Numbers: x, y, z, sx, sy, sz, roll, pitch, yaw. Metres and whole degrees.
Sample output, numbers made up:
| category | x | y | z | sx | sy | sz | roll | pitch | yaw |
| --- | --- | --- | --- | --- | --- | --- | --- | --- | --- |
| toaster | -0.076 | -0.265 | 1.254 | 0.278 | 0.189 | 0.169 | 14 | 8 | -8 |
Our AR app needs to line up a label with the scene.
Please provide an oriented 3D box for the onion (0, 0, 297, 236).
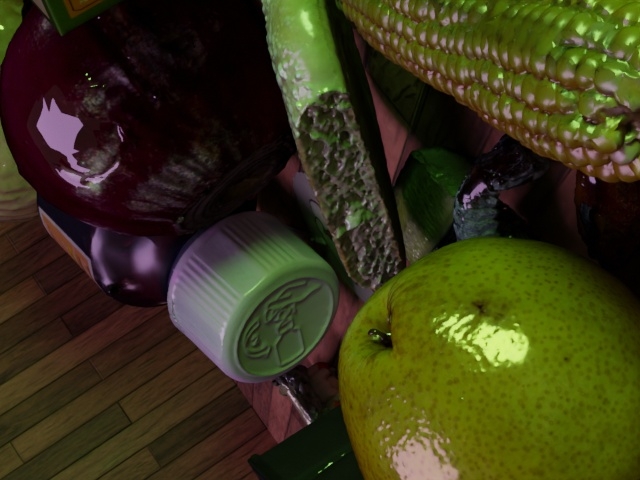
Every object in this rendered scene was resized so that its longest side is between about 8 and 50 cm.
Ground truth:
| category | x | y | z | sx | sy | sz | roll | pitch | yaw |
| --- | --- | --- | --- | --- | --- | --- | --- | --- | --- |
| onion | -0.183 | -0.129 | 1.234 | 0.282 | 0.260 | 0.337 | 52 | 166 | -4 |

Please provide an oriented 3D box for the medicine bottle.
| category | x | y | z | sx | sy | sz | roll | pitch | yaw |
| --- | --- | --- | --- | --- | --- | --- | --- | --- | --- |
| medicine bottle | -0.162 | 0.000 | 1.464 | 0.395 | 0.243 | 0.242 | 46 | 163 | 38 |

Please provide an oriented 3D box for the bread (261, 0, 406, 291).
| category | x | y | z | sx | sy | sz | roll | pitch | yaw |
| --- | --- | --- | --- | --- | --- | --- | --- | --- | --- |
| bread | 0.006 | -0.100 | 0.872 | 0.286 | 0.056 | 0.207 | 70 | -172 | -51 |

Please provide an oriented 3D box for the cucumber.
| category | x | y | z | sx | sy | sz | roll | pitch | yaw |
| --- | --- | --- | --- | --- | --- | --- | --- | --- | --- |
| cucumber | 0.087 | -0.023 | 0.969 | 0.070 | 0.046 | 0.220 | 56 | 165 | 13 |

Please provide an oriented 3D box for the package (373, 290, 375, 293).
| category | x | y | z | sx | sy | sz | roll | pitch | yaw |
| --- | --- | --- | --- | --- | --- | --- | --- | --- | --- |
| package | 0.039 | 0.013 | 1.235 | 0.077 | 0.033 | 0.110 | 42 | 165 | 10 |

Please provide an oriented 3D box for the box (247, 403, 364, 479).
| category | x | y | z | sx | sy | sz | roll | pitch | yaw |
| --- | --- | --- | --- | --- | --- | --- | --- | --- | --- |
| box | 0.114 | 0.360 | 1.416 | 0.345 | 0.204 | 0.251 | 60 | 167 | -16 |

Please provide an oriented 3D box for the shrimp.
| category | x | y | z | sx | sy | sz | roll | pitch | yaw |
| --- | --- | --- | --- | --- | --- | --- | --- | --- | --- |
| shrimp | 0.117 | -0.007 | 0.842 | 0.174 | 0.076 | 0.082 | 74 | -179 | -50 |

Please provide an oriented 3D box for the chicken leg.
| category | x | y | z | sx | sy | sz | roll | pitch | yaw |
| --- | --- | --- | --- | --- | --- | --- | --- | --- | --- |
| chicken leg | 0.161 | -0.036 | 0.708 | 0.145 | 0.037 | 0.062 | 70 | 174 | -52 |

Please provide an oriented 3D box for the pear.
| category | x | y | z | sx | sy | sz | roll | pitch | yaw |
| --- | --- | --- | --- | --- | --- | --- | --- | --- | --- |
| pear | 0.109 | 0.094 | 0.744 | 0.209 | 0.209 | 0.209 | 52 | 166 | 19 |

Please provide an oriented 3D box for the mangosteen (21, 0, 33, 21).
| category | x | y | z | sx | sy | sz | roll | pitch | yaw |
| --- | --- | --- | --- | --- | --- | --- | --- | --- | --- |
| mangosteen | -0.297 | -0.280 | 1.544 | 0.152 | 0.152 | 0.152 | 52 | 166 | 19 |

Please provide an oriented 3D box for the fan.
| category | x | y | z | sx | sy | sz | roll | pitch | yaw |
| --- | --- | --- | --- | --- | --- | --- | --- | --- | --- |
| fan | -0.001 | 0.000 | 1.403 | 0.190 | 0.009 | 0.329 | 60 | 166 | -16 |

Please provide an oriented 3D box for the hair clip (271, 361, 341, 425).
| category | x | y | z | sx | sy | sz | roll | pitch | yaw |
| --- | --- | --- | --- | --- | --- | --- | --- | --- | --- |
| hair clip | 0.009 | 0.225 | 1.740 | 0.138 | 0.091 | 0.321 | 55 | 177 | 9 |

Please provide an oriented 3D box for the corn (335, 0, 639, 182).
| category | x | y | z | sx | sy | sz | roll | pitch | yaw |
| --- | --- | --- | --- | --- | --- | --- | --- | --- | --- |
| corn | 0.094 | -0.110 | 0.645 | 0.320 | 0.097 | 0.097 | 42 | 160 | 53 |

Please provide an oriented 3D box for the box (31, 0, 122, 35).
| category | x | y | z | sx | sy | sz | roll | pitch | yaw |
| --- | --- | --- | --- | --- | --- | --- | --- | --- | --- |
| box | -0.170 | -0.291 | 0.911 | 0.177 | 0.195 | 0.148 | 49 | 165 | 32 |

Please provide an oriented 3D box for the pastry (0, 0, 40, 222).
| category | x | y | z | sx | sy | sz | roll | pitch | yaw |
| --- | --- | --- | --- | --- | --- | --- | --- | --- | --- |
| pastry | -0.458 | -0.220 | 1.857 | 0.388 | 0.313 | 0.388 | 55 | 158 | 35 |
